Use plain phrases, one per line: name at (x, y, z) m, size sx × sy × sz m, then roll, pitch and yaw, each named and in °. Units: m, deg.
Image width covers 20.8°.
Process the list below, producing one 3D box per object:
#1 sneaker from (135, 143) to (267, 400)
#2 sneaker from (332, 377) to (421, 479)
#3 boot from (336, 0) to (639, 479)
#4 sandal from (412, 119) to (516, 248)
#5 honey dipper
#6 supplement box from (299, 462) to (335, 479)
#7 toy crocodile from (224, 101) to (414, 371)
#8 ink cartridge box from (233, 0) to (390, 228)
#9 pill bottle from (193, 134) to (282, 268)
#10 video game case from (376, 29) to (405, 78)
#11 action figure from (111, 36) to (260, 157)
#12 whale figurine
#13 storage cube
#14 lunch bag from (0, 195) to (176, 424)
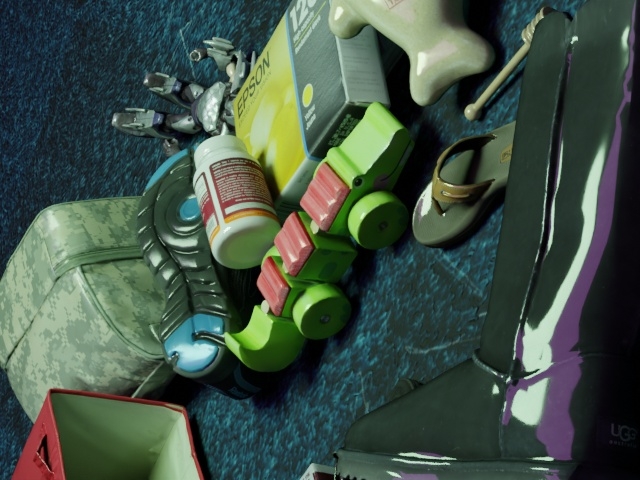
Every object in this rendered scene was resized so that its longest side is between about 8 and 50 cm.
sneaker at (-0.140, 0.040, 2.135) m, size 0.125 × 0.139 × 0.341 m, roll -20°, pitch 55°, yaw 20°
sneaker at (0.054, 0.217, 1.768) m, size 0.051 × 0.089 × 0.170 m, roll -16°, pitch 63°, yaw 58°
boot at (0.178, 0.015, 1.580) m, size 0.367 × 0.146 × 0.445 m, roll -4°, pitch 76°, yaw 52°
sandal at (0.153, -0.066, 1.759) m, size 0.219 × 0.060 × 0.090 m, roll -35°, pitch 47°, yaw 50°
honey dipper at (0.193, -0.174, 1.775) m, size 0.161 × 0.030 × 0.030 m, roll -51°, pitch 36°, yaw 41°
supplement box at (0.013, 0.364, 1.790) m, size 0.130 × 0.073 × 0.239 m, roll -55°, pitch 35°, yaw 32°
toy crocodile at (0.000, 0.000, 1.940) m, size 0.340 × 0.105 × 0.115 m, roll -60°, pitch 42°, yaw 26°
ink cartridge box at (-0.024, -0.196, 2.093) m, size 0.303 × 0.072 × 0.307 m, roll 125°, pitch 143°, yaw -49°
pill bottle at (-0.101, -0.048, 2.042) m, size 0.086 × 0.086 × 0.152 m, roll -52°, pitch 42°, yaw 36°
video game case at (0.057, -0.275, 2.078) m, size 0.193 × 0.023 × 0.212 m, roll -54°, pitch 35°, yaw 33°
action figure at (-0.168, -0.178, 2.364) m, size 0.285 × 0.099 × 0.185 m, roll 7°, pitch 72°, yaw 57°
whale figurine at (0.109, -0.278, 1.893) m, size 0.216 × 0.141 × 0.272 m, roll -33°, pitch 71°, yaw 24°
storage cube at (-0.273, 0.324, 2.190) m, size 0.193 × 0.215 × 0.183 m, roll -64°, pitch 30°, yaw 32°
lunch bag at (-0.291, 0.124, 2.319) m, size 0.305 × 0.212 × 0.256 m, roll -50°, pitch 53°, yaw 43°
